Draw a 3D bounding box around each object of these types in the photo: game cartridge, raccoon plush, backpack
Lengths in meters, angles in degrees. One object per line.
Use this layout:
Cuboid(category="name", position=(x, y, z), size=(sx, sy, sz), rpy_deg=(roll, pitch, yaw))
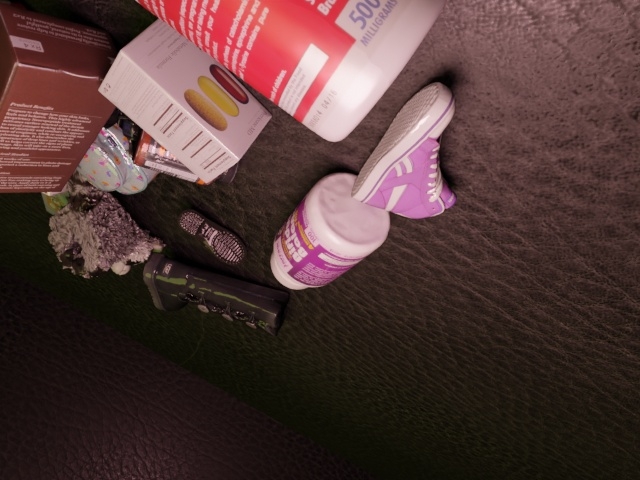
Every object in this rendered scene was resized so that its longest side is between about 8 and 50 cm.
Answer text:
Cuboid(category="game cartridge", position=(-0.818, -0.122, 1.487), size=(0.198, 0.062, 0.297), rpy_deg=(35, 147, -3))
Cuboid(category="raccoon plush", position=(-0.570, -0.077, 1.319), size=(0.216, 0.299, 0.446), rpy_deg=(39, 116, 11))
Cuboid(category="backpack", position=(-0.478, -0.194, 1.060), size=(0.166, 0.144, 0.188), rpy_deg=(-9, 137, 36))

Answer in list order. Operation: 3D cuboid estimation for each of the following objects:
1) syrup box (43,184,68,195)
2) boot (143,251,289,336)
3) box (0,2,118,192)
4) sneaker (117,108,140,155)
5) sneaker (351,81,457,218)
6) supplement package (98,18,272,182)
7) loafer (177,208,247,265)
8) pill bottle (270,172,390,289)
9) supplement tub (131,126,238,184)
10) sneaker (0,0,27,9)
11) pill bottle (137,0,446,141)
Cuboid(category="syrup box", position=(-0.832, -0.220, 1.293), size=(0.237, 0.093, 0.096), rpy_deg=(23, 110, 7))
Cuboid(category="boot", position=(-0.330, 0.205, 1.517), size=(0.446, 0.146, 0.367), rpy_deg=(15, 158, 2))
Cuboid(category="box", position=(-0.557, -0.246, 0.876), size=(0.382, 0.191, 0.143), rpy_deg=(-33, 76, 35))
Cuboid(category="sneaker", position=(-0.375, -0.269, 0.925), size=(0.082, 0.090, 0.232), rpy_deg=(23, 147, 9))
Cuboid(category="sneaker", position=(0.173, -0.127, 0.728), size=(0.161, 0.102, 0.282), rpy_deg=(24, 154, -6))
Cuboid(category="supplement package", position=(-0.236, -0.247, 0.810), size=(0.244, 0.139, 0.134), rpy_deg=(42, 144, -23))
Cuboid(category="loafer", position=(-0.292, -0.016, 1.240), size=(0.220, 0.080, 0.078), rpy_deg=(43, 177, -24))
Cuboid(category="pill bottle", position=(0.000, 0.000, 0.946), size=(0.169, 0.169, 0.301), rpy_deg=(34, 146, -8))
Cuboid(category="supplement tub", position=(-0.273, -0.177, 0.926), size=(0.198, 0.105, 0.106), rpy_deg=(14, 155, -28))
Cuboid(category="sneaker", position=(-0.626, -0.360, 0.955), size=(0.107, 0.118, 0.278), rpy_deg=(44, 143, 22))
Cuboid(category="pill bottle", position=(-0.078, -0.318, 0.514), size=(0.408, 0.229, 0.229), rpy_deg=(34, 147, -9))
